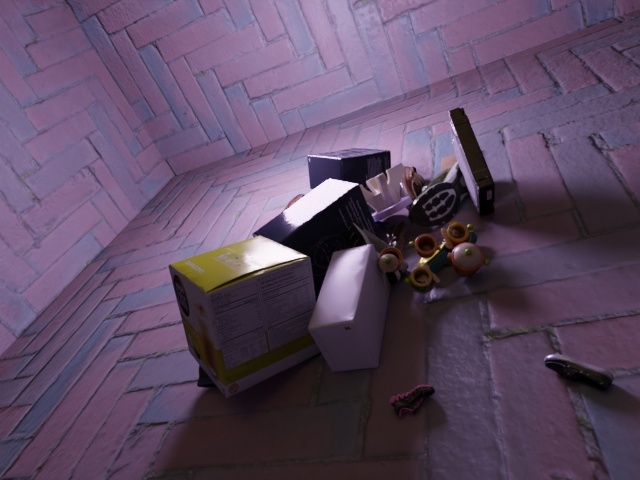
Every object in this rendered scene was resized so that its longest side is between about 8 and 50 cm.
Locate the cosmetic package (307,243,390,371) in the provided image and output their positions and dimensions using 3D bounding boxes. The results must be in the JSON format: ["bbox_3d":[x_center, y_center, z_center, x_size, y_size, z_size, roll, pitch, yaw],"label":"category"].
[{"bbox_3d":[0.104,0.199,1.440,0.155,0.197,0.366,-12,29,25],"label":"cosmetic package"}]

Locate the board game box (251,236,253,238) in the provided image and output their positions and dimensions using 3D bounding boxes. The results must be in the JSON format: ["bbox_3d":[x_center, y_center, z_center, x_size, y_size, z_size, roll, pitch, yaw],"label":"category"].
[{"bbox_3d":[-0.229,0.087,2.016,0.317,0.066,0.319,1,38,31],"label":"board game box"}]

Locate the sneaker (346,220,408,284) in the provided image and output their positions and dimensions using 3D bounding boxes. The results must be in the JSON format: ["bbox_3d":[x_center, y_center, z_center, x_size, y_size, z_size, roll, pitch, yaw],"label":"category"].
[{"bbox_3d":[0.197,0.035,1.646,0.108,0.271,0.100,-32,-19,-34],"label":"sneaker"}]

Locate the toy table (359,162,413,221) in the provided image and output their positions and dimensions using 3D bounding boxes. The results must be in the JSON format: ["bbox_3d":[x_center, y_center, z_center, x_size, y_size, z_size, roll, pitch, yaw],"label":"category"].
[{"bbox_3d":[0.249,-0.181,1.860,0.252,0.161,0.274,-30,3,-15],"label":"toy table"}]

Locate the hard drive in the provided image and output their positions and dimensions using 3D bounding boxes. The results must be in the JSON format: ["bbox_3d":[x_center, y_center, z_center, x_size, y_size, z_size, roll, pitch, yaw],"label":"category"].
[{"bbox_3d":[0.545,-0.282,1.683,0.064,0.237,0.339,-17,66,13],"label":"hard drive"}]

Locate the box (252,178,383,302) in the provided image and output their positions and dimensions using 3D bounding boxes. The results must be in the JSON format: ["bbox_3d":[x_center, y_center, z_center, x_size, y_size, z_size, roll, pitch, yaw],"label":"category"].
[{"bbox_3d":[0.000,0.000,1.760,0.395,0.294,0.212,-37,29,-21],"label":"box"}]

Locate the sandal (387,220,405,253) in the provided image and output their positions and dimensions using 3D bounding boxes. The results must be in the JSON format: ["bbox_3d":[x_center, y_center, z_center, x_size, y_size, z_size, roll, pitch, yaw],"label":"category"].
[{"bbox_3d":[0.296,0.001,1.779,0.072,0.049,0.180,-17,43,28],"label":"sandal"}]

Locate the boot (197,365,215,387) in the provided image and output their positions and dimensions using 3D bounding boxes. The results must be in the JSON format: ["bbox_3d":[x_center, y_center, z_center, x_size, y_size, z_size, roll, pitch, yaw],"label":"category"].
[{"bbox_3d":[-0.308,0.440,1.537,0.219,0.082,0.106,-1,61,22],"label":"boot"}]

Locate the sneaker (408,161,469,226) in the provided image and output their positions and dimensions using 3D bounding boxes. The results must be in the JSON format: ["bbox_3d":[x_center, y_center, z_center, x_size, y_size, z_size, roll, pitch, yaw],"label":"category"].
[{"bbox_3d":[0.468,-0.178,1.867,0.410,0.158,0.182,-37,15,-29],"label":"sneaker"}]

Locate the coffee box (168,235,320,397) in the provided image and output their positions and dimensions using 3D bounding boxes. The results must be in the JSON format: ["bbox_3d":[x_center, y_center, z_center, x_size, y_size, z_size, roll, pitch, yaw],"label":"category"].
[{"bbox_3d":[-0.236,0.210,1.462,0.337,0.335,0.337,-19,22,-30],"label":"coffee box"}]

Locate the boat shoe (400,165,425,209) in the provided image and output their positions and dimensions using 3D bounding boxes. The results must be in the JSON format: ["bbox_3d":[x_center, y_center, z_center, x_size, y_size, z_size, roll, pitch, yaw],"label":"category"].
[{"bbox_3d":[0.399,-0.244,2.028,0.116,0.123,0.325,-14,35,8],"label":"boat shoe"}]

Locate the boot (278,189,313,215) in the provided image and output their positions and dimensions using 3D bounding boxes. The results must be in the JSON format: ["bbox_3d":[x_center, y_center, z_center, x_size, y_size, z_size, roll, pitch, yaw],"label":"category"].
[{"bbox_3d":[-0.123,-0.140,2.317,0.264,0.096,0.280,7,43,46],"label":"boot"}]

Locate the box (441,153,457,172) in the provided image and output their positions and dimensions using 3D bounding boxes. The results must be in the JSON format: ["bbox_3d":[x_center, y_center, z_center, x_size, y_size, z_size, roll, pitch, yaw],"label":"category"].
[{"bbox_3d":[0.630,-0.348,2.111,0.164,0.021,0.201,-13,31,24],"label":"box"}]

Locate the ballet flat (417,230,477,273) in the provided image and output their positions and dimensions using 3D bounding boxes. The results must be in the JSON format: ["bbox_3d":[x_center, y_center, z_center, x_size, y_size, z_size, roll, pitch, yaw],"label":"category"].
[{"bbox_3d":[0.424,0.033,1.581,0.230,0.077,0.077,-35,24,-12],"label":"ballet flat"}]

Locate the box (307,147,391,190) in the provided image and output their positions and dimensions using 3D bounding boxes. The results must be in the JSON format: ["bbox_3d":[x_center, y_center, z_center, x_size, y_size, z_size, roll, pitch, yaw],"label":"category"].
[{"bbox_3d":[0.136,-0.338,2.251,0.293,0.183,0.296,-14,19,-30],"label":"box"}]

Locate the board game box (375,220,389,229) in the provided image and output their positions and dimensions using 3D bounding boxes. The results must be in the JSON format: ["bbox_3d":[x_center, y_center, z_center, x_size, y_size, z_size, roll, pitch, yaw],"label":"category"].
[{"bbox_3d":[0.202,-0.062,1.932,0.133,0.033,0.168,-3,12,-33],"label":"board game box"}]

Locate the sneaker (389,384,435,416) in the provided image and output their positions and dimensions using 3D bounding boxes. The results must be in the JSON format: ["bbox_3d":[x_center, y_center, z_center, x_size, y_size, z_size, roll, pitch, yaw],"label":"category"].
[{"bbox_3d":[0.233,0.402,1.155,0.119,0.047,0.057,-26,44,8],"label":"sneaker"}]

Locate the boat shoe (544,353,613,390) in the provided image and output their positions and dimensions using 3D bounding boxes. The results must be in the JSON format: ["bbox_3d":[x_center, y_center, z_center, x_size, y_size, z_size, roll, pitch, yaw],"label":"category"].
[{"bbox_3d":[0.570,0.294,1.038,0.142,0.049,0.040,9,44,45],"label":"boat shoe"}]

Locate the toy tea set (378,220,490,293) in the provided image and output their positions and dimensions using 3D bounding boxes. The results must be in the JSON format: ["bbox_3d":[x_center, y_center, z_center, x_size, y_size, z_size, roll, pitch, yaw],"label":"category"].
[{"bbox_3d":[0.352,0.048,1.467,0.335,0.124,0.200,-21,61,1],"label":"toy tea set"}]
